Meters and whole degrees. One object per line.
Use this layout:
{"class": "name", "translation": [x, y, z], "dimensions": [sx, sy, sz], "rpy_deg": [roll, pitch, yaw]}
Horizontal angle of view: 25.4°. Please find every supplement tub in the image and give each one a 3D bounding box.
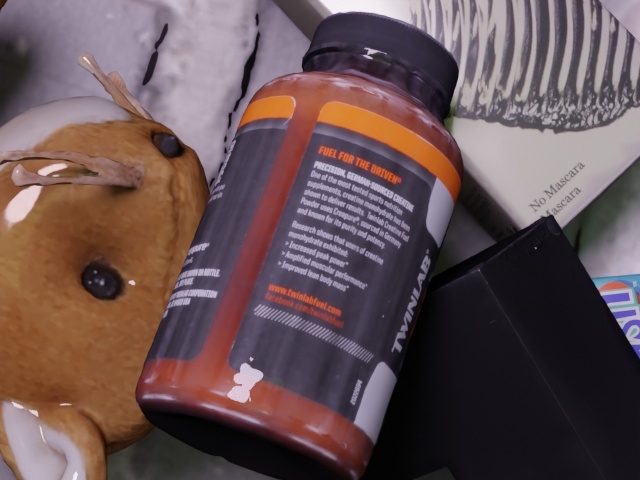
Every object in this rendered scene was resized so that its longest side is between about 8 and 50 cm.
{"class": "supplement tub", "translation": [0.000, 0.000, 0.620], "dimensions": [0.106, 0.106, 0.198], "rpy_deg": [19, 72, 3]}

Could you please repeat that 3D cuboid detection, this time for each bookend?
{"class": "bookend", "translation": [0.080, 0.094, 0.689], "dimensions": [0.156, 0.072, 0.157], "rpy_deg": [-32, 89, 43]}

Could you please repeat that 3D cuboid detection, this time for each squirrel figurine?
{"class": "squirrel figurine", "translation": [-0.251, 0.025, 0.682], "dimensions": [0.370, 0.281, 0.397], "rpy_deg": [28, 101, -6]}

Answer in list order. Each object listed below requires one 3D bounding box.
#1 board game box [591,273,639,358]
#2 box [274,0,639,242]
{"class": "board game box", "translation": [0.217, 0.092, 0.734], "dimensions": [0.210, 0.047, 0.160], "rpy_deg": [-6, 85, 3]}
{"class": "box", "translation": [0.053, -0.126, 0.733], "dimensions": [0.113, 0.094, 0.275], "rpy_deg": [-44, 86, -2]}
